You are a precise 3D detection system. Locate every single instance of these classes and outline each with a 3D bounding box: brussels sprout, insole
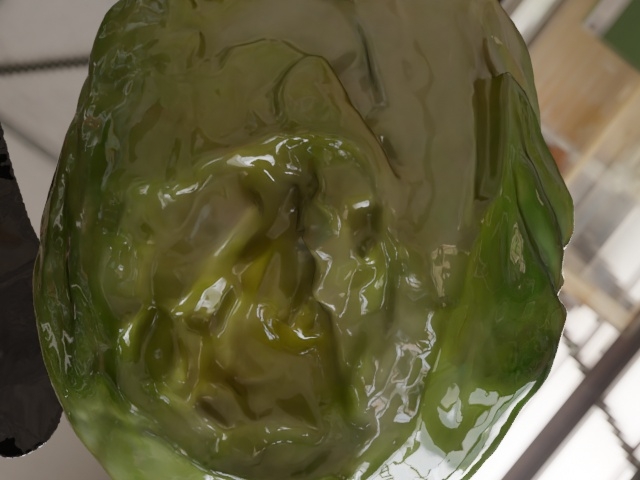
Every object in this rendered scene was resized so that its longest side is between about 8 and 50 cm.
[{"bbox_3d":[0.000,0.000,0.951,0.268,0.344,0.344,19,-175,20],"label":"brussels sprout"},{"bbox_3d":[-0.275,0.008,1.421,0.119,0.009,0.348,-9,-110,-26],"label":"insole"}]
